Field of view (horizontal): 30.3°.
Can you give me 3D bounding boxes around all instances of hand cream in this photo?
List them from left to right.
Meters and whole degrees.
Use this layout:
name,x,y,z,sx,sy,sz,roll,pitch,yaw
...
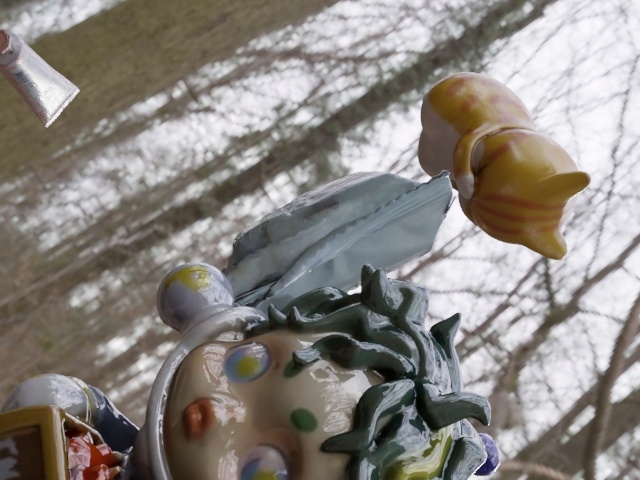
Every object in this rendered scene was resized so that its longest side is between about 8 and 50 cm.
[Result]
name,x,y,z,sx,sy,sz,roll,pitch,yaw
hand cream,-0.356,-0.203,1.462,0.043,0.067,0.209,35,-8,17

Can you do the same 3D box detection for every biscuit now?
name,x,y,z,sx,sy,sz,roll,pitch,yaw
biscuit,-0.004,0.002,0.930,0.079,0.186,0.309,62,-3,-5

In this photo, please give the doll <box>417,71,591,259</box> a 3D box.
name,x,y,z,sx,sy,sz,roll,pitch,yaw
doll,0.227,-0.103,1.533,0.269,0.162,0.166,-112,-167,-44

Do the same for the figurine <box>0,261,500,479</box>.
name,x,y,z,sx,sy,sz,roll,pitch,yaw
figurine,-0.084,0.136,0.690,0.186,0.382,0.261,76,1,-71
